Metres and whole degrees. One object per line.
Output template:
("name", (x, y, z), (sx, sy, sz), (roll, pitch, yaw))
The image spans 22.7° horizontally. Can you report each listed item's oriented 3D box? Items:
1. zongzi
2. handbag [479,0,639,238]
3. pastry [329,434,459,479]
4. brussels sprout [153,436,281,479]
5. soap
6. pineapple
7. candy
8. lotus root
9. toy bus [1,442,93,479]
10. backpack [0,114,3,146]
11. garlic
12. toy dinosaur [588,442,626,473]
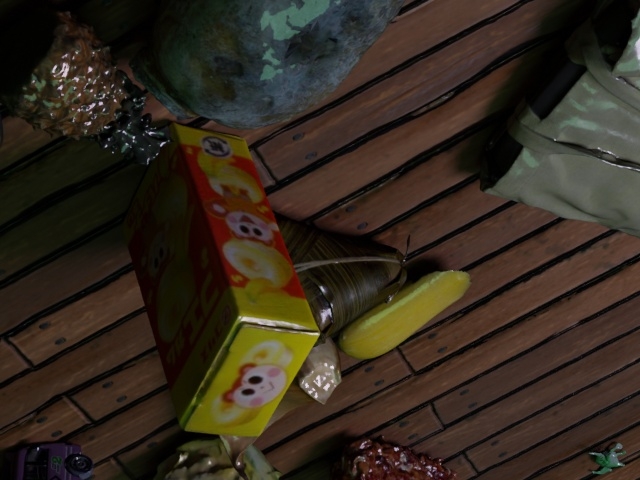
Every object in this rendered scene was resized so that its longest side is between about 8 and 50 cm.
("zongzi", (0.000, 0.000, 1.645), (0.084, 0.184, 0.187), (-23, -176, 46))
("handbag", (0.333, -0.130, 1.610), (0.253, 0.109, 0.316), (13, 132, -27))
("pastry", (0.089, 0.311, 1.943), (0.208, 0.115, 0.097), (24, 132, -40))
("brussels sprout", (-0.114, 0.299, 1.835), (0.149, 0.151, 0.122), (-54, 165, -4))
("soap", (0.095, 0.079, 1.766), (0.168, 0.033, 0.089), (-34, 150, 11))
("pineapple", (-0.200, -0.124, 1.404), (0.108, 0.108, 0.198), (-37, 139, 15))
("candy", (-0.099, 0.032, 1.468), (0.088, 0.276, 0.146), (11, 126, -29))
("lotus root", (-0.011, -0.222, 1.342), (0.175, 0.175, 0.349), (27, 119, -39))
("toy bus", (-0.301, 0.304, 1.725), (0.098, 0.178, 0.086), (7, 130, -11))
("backpack", (-0.397, -0.138, 1.296), (0.258, 0.133, 0.206), (-9, 144, -5))
("garlic", (-0.055, 0.144, 1.721), (0.115, 0.128, 0.206), (-46, 177, -45))
("toy dinosaur", (0.370, 0.290, 2.098), (0.083, 0.021, 0.062), (7, 142, -29))
